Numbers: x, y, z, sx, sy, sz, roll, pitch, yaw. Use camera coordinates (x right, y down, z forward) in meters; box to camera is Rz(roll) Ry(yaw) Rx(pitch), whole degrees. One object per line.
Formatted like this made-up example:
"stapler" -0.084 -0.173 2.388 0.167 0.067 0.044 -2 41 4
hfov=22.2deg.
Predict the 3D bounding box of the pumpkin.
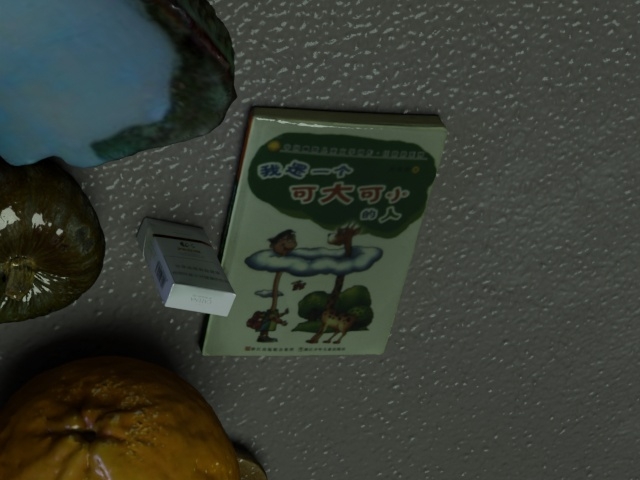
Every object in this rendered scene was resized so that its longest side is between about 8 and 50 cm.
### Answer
"pumpkin" -0.360 0.006 1.894 0.219 0.162 0.219 -10 132 -12

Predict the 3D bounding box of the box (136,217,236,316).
"box" -0.165 0.031 1.983 0.084 0.154 0.040 9 117 -26

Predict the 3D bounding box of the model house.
"model house" -0.256 -0.306 1.607 0.297 0.339 0.360 -20 140 26

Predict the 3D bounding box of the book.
"book" 0.000 0.000 2.096 0.260 0.043 0.371 1 125 -20

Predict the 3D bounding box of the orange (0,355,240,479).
"orange" -0.266 0.299 2.023 0.340 0.340 0.293 -14 141 -10

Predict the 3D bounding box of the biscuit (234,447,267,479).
"biscuit" -0.175 0.348 2.280 0.208 0.049 0.181 17 117 -29
